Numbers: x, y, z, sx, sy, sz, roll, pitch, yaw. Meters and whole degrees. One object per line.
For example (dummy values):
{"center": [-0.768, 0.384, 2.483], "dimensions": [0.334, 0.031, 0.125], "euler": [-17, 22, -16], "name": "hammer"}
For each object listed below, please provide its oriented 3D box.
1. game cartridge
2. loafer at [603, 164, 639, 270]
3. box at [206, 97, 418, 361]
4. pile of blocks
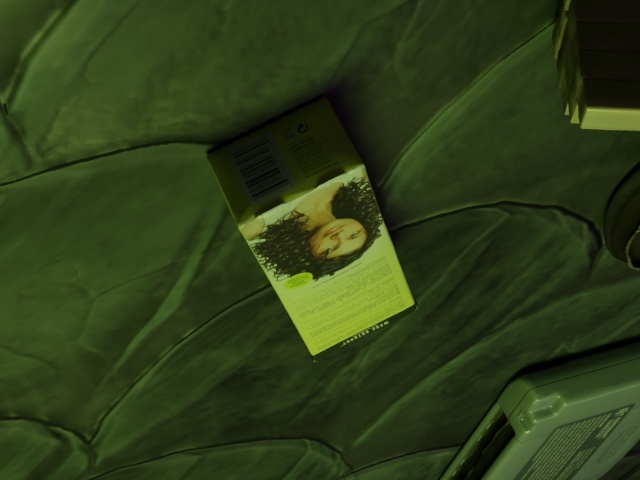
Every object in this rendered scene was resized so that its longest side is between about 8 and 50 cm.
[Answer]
{"center": [0.232, 0.200, 1.645], "dimensions": [0.198, 0.062, 0.297], "euler": [-16, 152, -29], "name": "game cartridge"}
{"center": [0.288, -0.039, 1.237], "dimensions": [0.080, 0.078, 0.220], "euler": [-9, 148, -31], "name": "loafer"}
{"center": [0.000, 0.000, 1.071], "dimensions": [0.087, 0.058, 0.232], "euler": [-27, 154, 0], "name": "box"}
{"center": [0.302, -0.123, 1.023], "dimensions": [0.362, 0.149, 0.112], "euler": [-20, 152, -14], "name": "pile of blocks"}
